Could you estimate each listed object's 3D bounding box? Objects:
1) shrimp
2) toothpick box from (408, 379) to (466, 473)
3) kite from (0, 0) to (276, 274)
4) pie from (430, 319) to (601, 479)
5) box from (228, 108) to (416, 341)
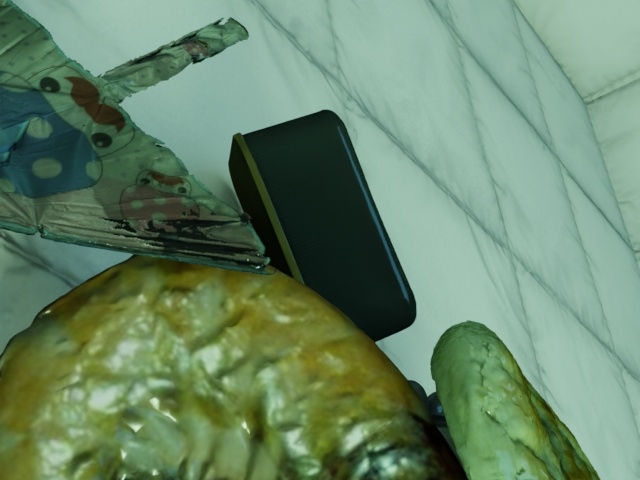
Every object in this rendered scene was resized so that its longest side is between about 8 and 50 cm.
[{"bbox_3d":[-0.013,0.189,0.518,0.272,0.085,0.445,-33,70,-27],"label":"shrimp"},{"bbox_3d":[0.073,0.217,0.729,0.316,0.229,0.229,19,51,-56],"label":"toothpick box"},{"bbox_3d":[-0.151,-0.083,0.641,0.335,0.011,0.314,43,47,18],"label":"kite"},{"bbox_3d":[0.137,0.150,0.584,0.240,0.054,0.240,53,10,-14],"label":"pie"},{"bbox_3d":[0.000,0.000,0.859,0.144,0.090,0.201,121,-51,-78],"label":"box"}]
